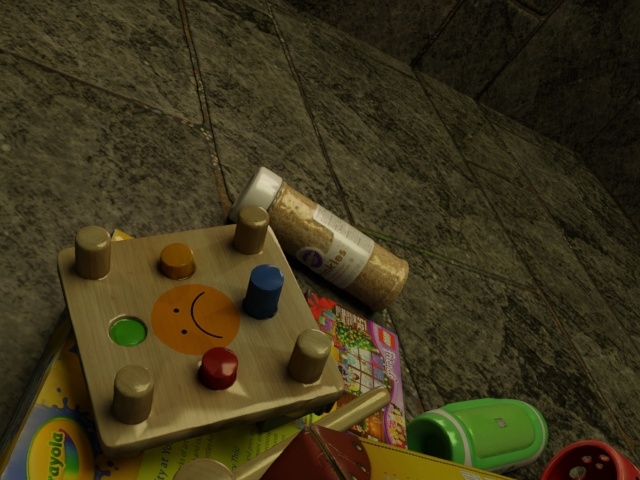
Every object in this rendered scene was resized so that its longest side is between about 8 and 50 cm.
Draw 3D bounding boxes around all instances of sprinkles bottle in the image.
[{"bbox_3d":[0.000,0.000,1.529,0.355,0.121,0.121,33,30,-11],"label":"sprinkles bottle"}]

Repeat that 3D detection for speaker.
[{"bbox_3d":[0.272,0.344,1.358,0.296,0.131,0.131,5,44,-45],"label":"speaker"}]

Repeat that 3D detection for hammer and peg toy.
[{"bbox_3d":[-0.107,0.129,0.819,0.266,0.127,0.361,-10,51,-25],"label":"hammer and peg toy"}]

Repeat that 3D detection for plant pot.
[{"bbox_3d":[0.501,0.474,1.384,0.174,0.191,0.191,37,28,-21],"label":"plant pot"}]

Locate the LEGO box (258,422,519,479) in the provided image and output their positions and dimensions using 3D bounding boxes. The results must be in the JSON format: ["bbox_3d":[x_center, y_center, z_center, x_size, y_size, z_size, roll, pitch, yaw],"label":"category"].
[{"bbox_3d":[0.075,0.397,0.687,0.500,0.372,0.193,27,15,-44],"label":"LEGO box"}]

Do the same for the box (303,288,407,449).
[{"bbox_3d":[0.044,0.231,1.326,0.201,0.057,0.293,29,31,-19],"label":"box"}]

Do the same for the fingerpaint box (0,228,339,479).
[{"bbox_3d":[-0.175,0.244,0.954,0.371,0.163,0.445,30,30,-17],"label":"fingerpaint box"}]

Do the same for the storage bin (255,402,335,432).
[{"bbox_3d":[-0.057,0.164,0.955,0.091,0.098,0.135,-21,63,-28],"label":"storage bin"}]
